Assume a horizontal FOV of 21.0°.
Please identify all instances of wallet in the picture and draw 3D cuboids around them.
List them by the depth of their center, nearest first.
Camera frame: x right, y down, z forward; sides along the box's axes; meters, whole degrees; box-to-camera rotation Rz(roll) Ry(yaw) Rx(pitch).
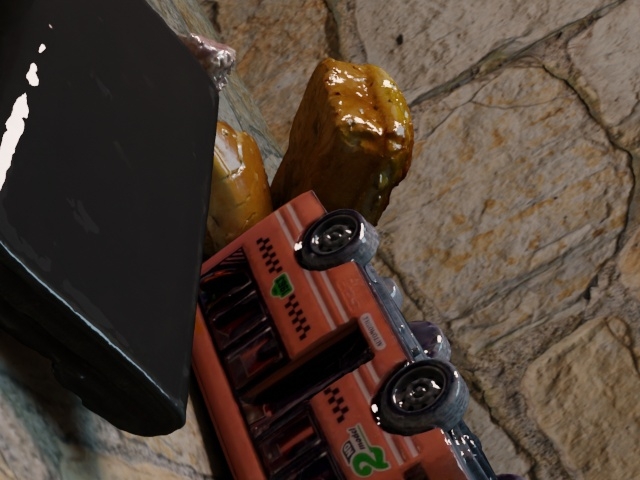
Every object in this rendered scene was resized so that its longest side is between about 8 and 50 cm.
[{"bbox_3d":[-0.165,-0.060,1.248,0.228,0.062,0.406,48,25,-28],"label":"wallet"}]

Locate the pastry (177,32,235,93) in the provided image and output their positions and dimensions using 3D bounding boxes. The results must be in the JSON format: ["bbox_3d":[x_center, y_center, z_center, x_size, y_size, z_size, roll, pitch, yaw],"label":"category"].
[{"bbox_3d":[-0.185,-0.148,1.629,0.265,0.103,0.112,16,-79,51],"label":"pastry"}]

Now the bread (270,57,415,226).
[{"bbox_3d":[0.000,0.000,1.836,0.185,0.109,0.380,-104,-152,-51],"label":"bread"}]

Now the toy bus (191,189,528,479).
[{"bbox_3d":[0.018,0.157,1.558,0.203,0.233,0.427,56,4,-37],"label":"toy bus"}]

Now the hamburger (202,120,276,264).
[{"bbox_3d":[-0.115,-0.034,1.776,0.283,0.144,0.156,43,25,-82],"label":"hamburger"}]
